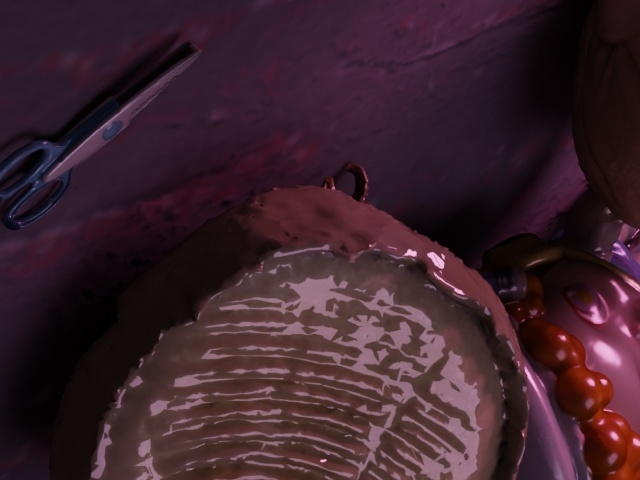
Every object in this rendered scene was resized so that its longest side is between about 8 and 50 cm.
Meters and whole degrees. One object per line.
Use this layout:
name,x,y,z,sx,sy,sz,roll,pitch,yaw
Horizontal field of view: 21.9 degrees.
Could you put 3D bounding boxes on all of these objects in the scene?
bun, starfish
bun,0.250,-0.121,1.074,0.259,0.160,0.259,-56,167,-20
bun,-0.015,0.089,0.900,0.259,0.152,0.259,-6,109,-17
starfish,0.000,0.000,0.977,0.078,0.028,0.091,-36,157,-31

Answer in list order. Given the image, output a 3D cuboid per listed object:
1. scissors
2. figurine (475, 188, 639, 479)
scissors,-0.101,-0.051,0.752,0.119,0.014,0.058,-41,158,-12
figurine,0.179,0.087,1.183,0.205,0.224,0.382,-28,179,40
